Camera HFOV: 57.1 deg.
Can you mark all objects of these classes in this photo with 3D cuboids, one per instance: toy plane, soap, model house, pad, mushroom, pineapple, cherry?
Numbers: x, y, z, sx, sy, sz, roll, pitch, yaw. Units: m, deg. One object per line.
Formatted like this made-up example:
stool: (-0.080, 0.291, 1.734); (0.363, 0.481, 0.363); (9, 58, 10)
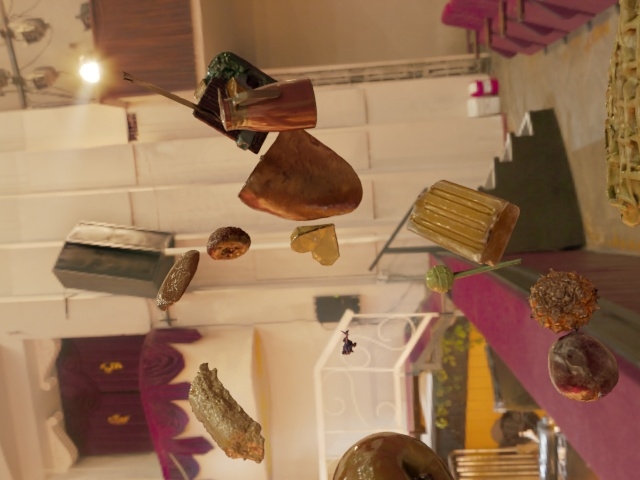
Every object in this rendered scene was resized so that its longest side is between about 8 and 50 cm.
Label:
toy plane: (0.098, 0.383, 2.191); (0.062, 0.054, 0.167); (-48, -30, -34)
soap: (0.305, -0.047, 1.290); (0.232, 0.073, 0.140); (29, 100, 50)
model house: (-0.294, -0.446, 1.989); (0.230, 0.281, 0.248); (-48, 21, 39)
pad: (-0.278, -0.271, 1.109); (0.004, 0.193, 0.116); (-64, 27, 13)
mushroom: (-0.051, -0.181, 2.068); (0.313, 0.398, 0.224); (-62, 9, -33)
pineapple: (0.706, 0.170, 1.731); (0.076, 0.225, 0.224); (40, -142, -38)
cherry: (0.720, 0.346, 1.628); (0.195, 0.195, 0.194); (-3, -90, -85)

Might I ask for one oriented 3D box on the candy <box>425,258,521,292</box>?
candy: (0.530, 0.106, 2.031); (0.092, 0.336, 0.093); (75, -178, -47)

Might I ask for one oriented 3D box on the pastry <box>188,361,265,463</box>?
pastry: (-0.214, 0.398, 1.316); (0.258, 0.089, 0.121); (38, 138, 44)

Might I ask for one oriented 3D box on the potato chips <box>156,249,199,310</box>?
potato chips: (-0.412, 0.107, 1.676); (0.150, 0.049, 0.201); (-5, 55, 60)

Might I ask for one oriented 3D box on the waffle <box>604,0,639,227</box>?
waffle: (0.420, -0.193, 0.771); (0.297, 0.073, 0.316); (72, -159, -55)

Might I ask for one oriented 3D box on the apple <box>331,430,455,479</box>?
apple: (0.132, 0.505, 1.126); (0.234, 0.257, 0.256); (-51, 17, 27)

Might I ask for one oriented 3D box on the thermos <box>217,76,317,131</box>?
thermos: (-0.151, -0.380, 1.667); (0.176, 0.265, 0.145); (121, 137, -71)

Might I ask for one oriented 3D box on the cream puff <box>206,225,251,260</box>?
cream puff: (-0.293, 0.004, 1.871); (0.149, 0.149, 0.084); (74, 176, -67)

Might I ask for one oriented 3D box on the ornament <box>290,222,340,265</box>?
ornament: (0.000, 0.000, 2.231); (0.180, 0.201, 0.059); (-49, 27, 26)
